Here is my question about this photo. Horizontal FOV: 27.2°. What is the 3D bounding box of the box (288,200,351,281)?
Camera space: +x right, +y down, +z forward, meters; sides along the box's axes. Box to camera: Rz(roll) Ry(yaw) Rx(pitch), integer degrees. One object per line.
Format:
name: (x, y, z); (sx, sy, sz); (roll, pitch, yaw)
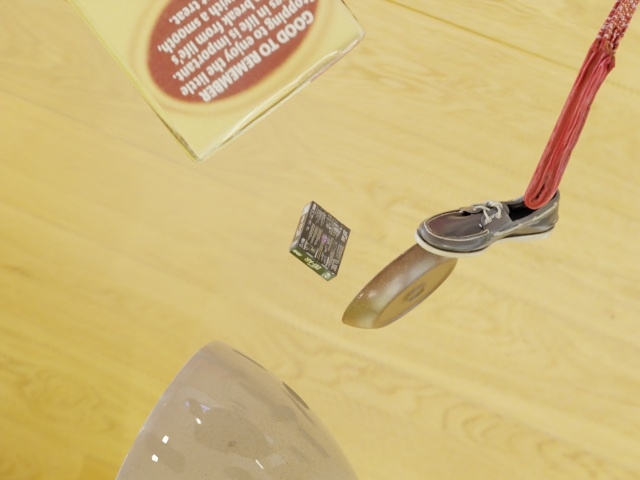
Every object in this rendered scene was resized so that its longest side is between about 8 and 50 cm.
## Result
box: (0.000, 0.000, 1.647); (0.067, 0.083, 0.018); (37, 134, -21)

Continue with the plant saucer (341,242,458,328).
plant saucer: (0.116, 0.059, 1.751); (0.198, 0.198, 0.036); (-43, 74, 17)

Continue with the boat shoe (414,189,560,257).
boat shoe: (0.206, -0.031, 1.606); (0.075, 0.206, 0.065); (55, 142, 38)

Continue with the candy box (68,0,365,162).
candy box: (-0.111, -0.190, 0.544); (0.087, 0.183, 0.316); (-36, 100, 5)

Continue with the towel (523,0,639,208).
towel: (0.293, -0.166, 1.431); (0.031, 0.275, 0.199); (26, 124, 8)

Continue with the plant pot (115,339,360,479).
plant pot: (-0.067, 0.259, 1.223); (0.191, 0.284, 0.284); (23, 104, 10)
